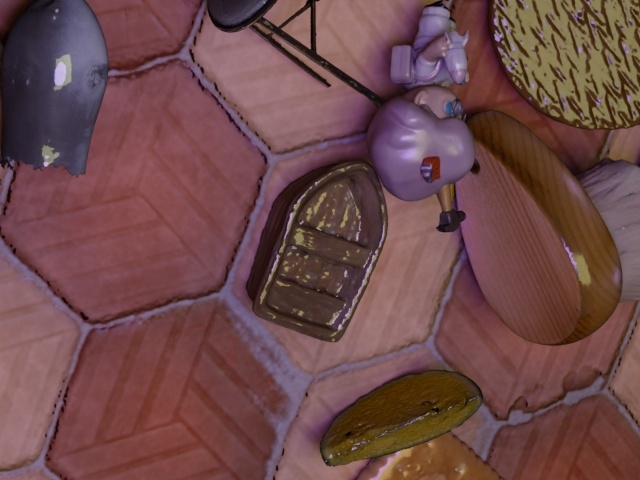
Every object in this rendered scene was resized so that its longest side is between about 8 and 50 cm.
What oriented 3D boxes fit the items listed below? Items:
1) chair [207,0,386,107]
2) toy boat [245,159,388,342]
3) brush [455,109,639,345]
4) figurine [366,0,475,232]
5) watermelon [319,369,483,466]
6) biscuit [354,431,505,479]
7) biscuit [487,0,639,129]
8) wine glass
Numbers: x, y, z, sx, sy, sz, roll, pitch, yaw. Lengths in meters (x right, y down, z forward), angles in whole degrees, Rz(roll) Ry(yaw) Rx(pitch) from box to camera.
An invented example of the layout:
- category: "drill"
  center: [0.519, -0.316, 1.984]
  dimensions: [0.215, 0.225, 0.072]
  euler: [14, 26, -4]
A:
- category: "chair"
  center: [-0.052, -0.271, 1.477]
  dimensions: [0.326, 0.160, 0.170]
  euler: [29, 91, -32]
- category: "toy boat"
  center: [0.000, 0.000, 1.629]
  dimensions: [0.116, 0.061, 0.188]
  euler: [20, 96, -26]
- category: "brush"
  center: [0.255, -0.031, 1.691]
  dimensions: [0.166, 0.174, 0.266]
  euler: [-28, 95, -32]
- category: "figurine"
  center: [0.105, -0.126, 1.595]
  dimensions: [0.112, 0.137, 0.229]
  euler: [6, 80, 11]
- category: "watermelon"
  center: [0.083, 0.182, 1.705]
  dimensions: [0.181, 0.092, 0.075]
  euler: [-23, 70, 3]
- category: "biscuit"
  center: [0.142, 0.316, 1.802]
  dimensions: [0.160, 0.030, 0.249]
  euler: [-48, 118, -5]
- category: "biscuit"
  center: [0.300, -0.245, 1.683]
  dimensions: [0.262, 0.037, 0.262]
  euler: [-2, 101, -12]
- category: "wine glass"
  center: [-0.239, -0.171, 1.447]
  dimensions: [0.103, 0.103, 0.222]
  euler: [3, 104, -25]
